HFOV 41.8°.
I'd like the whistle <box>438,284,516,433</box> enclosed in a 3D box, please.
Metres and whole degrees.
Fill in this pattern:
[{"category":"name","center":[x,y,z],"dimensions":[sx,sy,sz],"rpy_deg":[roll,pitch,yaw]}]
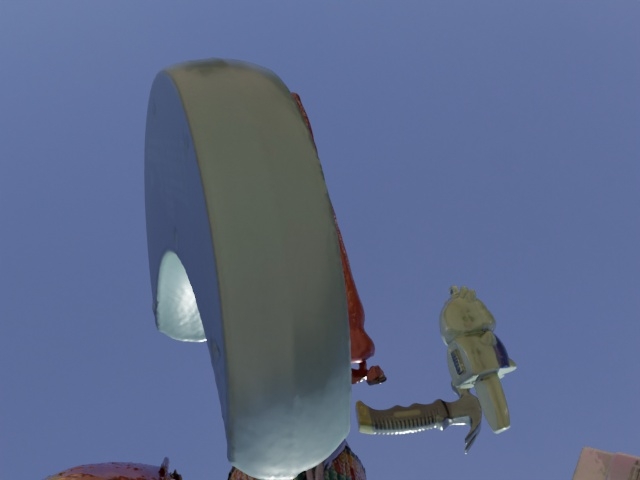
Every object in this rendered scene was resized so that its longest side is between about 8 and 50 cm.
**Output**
[{"category":"whistle","center":[0.249,0.181,1.321],"dimensions":[0.092,0.110,0.245],"rpy_deg":[-5,-116,-26]}]

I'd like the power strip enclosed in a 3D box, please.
[{"category":"power strip","center":[-0.050,-0.005,0.414],"dimensions":[0.054,0.168,0.253],"rpy_deg":[-4,-168,-17]}]

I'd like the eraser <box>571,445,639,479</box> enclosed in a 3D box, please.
[{"category":"eraser","center":[0.506,0.370,1.196],"dimensions":[0.287,0.130,0.086],"rpy_deg":[-3,-122,62]}]

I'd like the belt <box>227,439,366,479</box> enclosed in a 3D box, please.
[{"category":"belt","center":[-0.029,0.385,1.181],"dimensions":[0.206,0.295,0.161],"rpy_deg":[-15,-137,5]}]

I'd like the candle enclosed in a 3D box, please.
[{"category":"candle","center":[0.000,0.000,0.913],"dimensions":[0.051,0.330,0.048],"rpy_deg":[-17,179,-13]}]

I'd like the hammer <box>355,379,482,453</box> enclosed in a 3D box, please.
[{"category":"hammer","center":[0.178,0.318,1.512],"dimensions":[0.226,0.041,0.159],"rpy_deg":[-4,-146,-2]}]

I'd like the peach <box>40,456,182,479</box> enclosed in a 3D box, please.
[{"category":"peach","center":[-0.337,0.502,1.274],"dimensions":[0.352,0.416,0.339],"rpy_deg":[2,-99,20]}]
